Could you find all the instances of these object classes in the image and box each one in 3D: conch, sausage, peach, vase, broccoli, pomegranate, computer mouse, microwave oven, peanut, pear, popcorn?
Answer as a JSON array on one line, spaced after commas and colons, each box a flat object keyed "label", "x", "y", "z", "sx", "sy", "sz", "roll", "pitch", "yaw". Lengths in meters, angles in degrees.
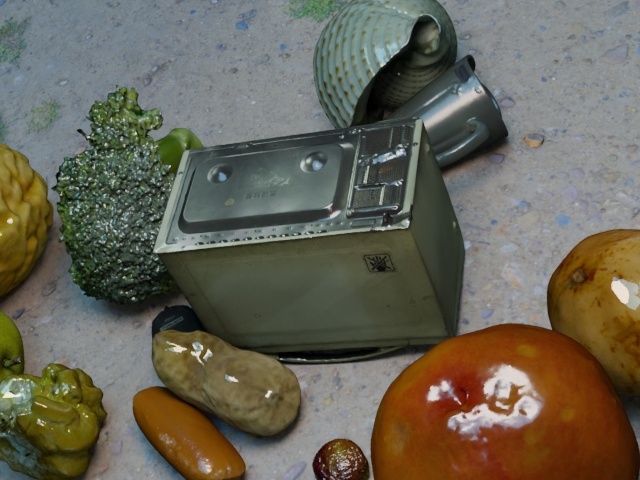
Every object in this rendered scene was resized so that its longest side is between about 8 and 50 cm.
[{"label": "conch", "x": 0.101, "y": -0.331, "z": 1.932, "sx": 0.215, "sy": 0.319, "sz": 0.303, "roll": 42, "pitch": 77, "yaw": 15}, {"label": "sausage", "x": -0.212, "y": 0.307, "z": 1.708, "sx": 0.098, "sy": 0.098, "sz": 0.238, "roll": -42, "pitch": 52, "yaw": -13}, {"label": "peach", "x": 0.228, "y": 0.269, "z": 1.404, "sx": 0.343, "sy": 0.301, "sz": 0.342, "roll": -13, "pitch": 57, "yaw": 20}, {"label": "vase", "x": 0.177, "y": -0.176, "z": 1.895, "sx": 0.301, "sy": 0.156, "sz": 0.251, "roll": -31, "pitch": 26, "yaw": 5}, {"label": "broccoli", "x": -0.319, "y": -0.051, "z": 1.950, "sx": 0.275, "sy": 0.397, "sz": 0.353, "roll": 32, "pitch": 89, "yaw": -1}, {"label": "pomegranate", "x": 0.430, "y": 0.101, "z": 1.522, "sx": 0.248, "sy": 0.248, "sz": 0.248, "roll": -11, "pitch": 51, "yaw": 14}, {"label": "computer mouse", "x": -0.235, "y": 0.171, "z": 1.851, "sx": 0.099, "sy": 0.057, "sz": 0.172, "roll": -29, "pitch": 37, "yaw": 1}, {"label": "microwave oven", "x": 0.000, "y": 0.000, "z": 1.712, "sx": 0.395, "sy": 0.333, "sz": 0.247, "roll": -5, "pitch": 48, "yaw": 19}, {"label": "peanut", "x": -0.150, "y": 0.213, "z": 1.705, "sx": 0.253, "sy": 0.137, "sz": 0.122, "roll": 23, "pitch": 73, "yaw": 20}, {"label": "pear", "x": -0.574, "y": 0.204, "z": 1.882, "sx": 0.216, "sy": 0.166, "sz": 0.180, "roll": 8, "pitch": 101, "yaw": 32}, {"label": "popcorn", "x": -0.679, "y": -0.015, "z": 1.975, "sx": 0.390, "sy": 0.344, "sz": 0.354, "roll": 8, "pitch": 28, "yaw": -27}]

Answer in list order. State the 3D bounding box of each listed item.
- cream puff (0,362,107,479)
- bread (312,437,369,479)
[{"label": "cream puff", "x": -0.435, "y": 0.288, "z": 1.775, "sx": 0.221, "sy": 0.194, "sz": 0.194, "roll": -1, "pitch": 53, "yaw": 36}, {"label": "bread", "x": 0.029, "y": 0.333, "z": 1.614, "sx": 0.085, "sy": 0.053, "sz": 0.085, "roll": -11, "pitch": 51, "yaw": 14}]
